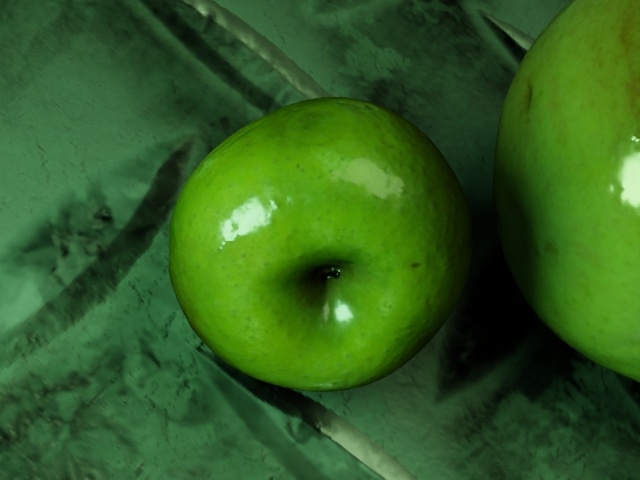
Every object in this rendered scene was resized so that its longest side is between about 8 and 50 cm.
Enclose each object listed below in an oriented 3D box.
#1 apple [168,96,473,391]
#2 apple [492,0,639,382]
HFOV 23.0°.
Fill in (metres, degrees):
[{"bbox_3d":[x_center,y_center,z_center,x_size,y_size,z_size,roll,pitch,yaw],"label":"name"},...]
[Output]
[{"bbox_3d":[0.000,0.000,1.020,0.196,0.196,0.157,20,28,-19],"label":"apple"},{"bbox_3d":[0.296,-0.051,1.148,0.338,0.338,0.305,32,45,-9],"label":"apple"}]
